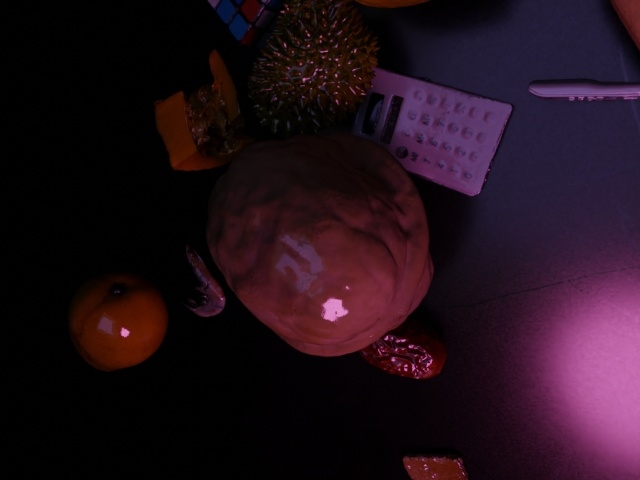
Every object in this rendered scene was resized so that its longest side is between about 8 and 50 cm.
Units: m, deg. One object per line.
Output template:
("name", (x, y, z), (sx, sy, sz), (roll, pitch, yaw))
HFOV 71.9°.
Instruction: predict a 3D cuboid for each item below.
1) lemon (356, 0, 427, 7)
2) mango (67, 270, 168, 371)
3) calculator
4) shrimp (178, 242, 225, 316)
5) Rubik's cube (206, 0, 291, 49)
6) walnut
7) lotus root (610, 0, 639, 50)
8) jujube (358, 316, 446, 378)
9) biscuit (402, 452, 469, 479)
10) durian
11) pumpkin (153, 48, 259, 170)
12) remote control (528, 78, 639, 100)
("lemon", (0.091, -0.474, 0.554), (0.336, 0.336, 0.335), (9, 110, 28))
("mango", (-0.558, 0.229, 1.197), (0.263, 0.221, 0.378), (49, 131, 5))
("calculator", (0.173, -0.192, 0.757), (0.262, 0.021, 0.161), (24, 115, 21))
("shrimp", (-0.326, 0.111, 1.135), (0.148, 0.035, 0.195), (-28, 91, 36))
("Rubik's cube", (-0.090, -0.437, 0.754), (0.154, 0.155, 0.151), (-39, 82, 32))
("walnut", (0.000, 0.000, 0.717), (0.382, 0.381, 0.380), (9, 110, 28))
("lotus root", (0.441, -0.277, 0.509), (0.146, 0.131, 0.303), (-36, 86, 34))
("jujube", (0.150, 0.198, 0.841), (0.176, 0.109, 0.112), (22, 149, 20))
("biscuit", (0.270, 0.556, 0.931), (0.131, 0.026, 0.236), (-17, 97, 34))
("durian", (-0.016, -0.272, 0.725), (0.237, 0.200, 0.176), (-32, 63, 39))
("pumpkin", (-0.225, -0.228, 0.826), (0.190, 0.280, 0.139), (-16, 88, -3))
("remote control", (0.377, -0.209, 0.610), (0.162, 0.061, 0.029), (9, 107, 27))
